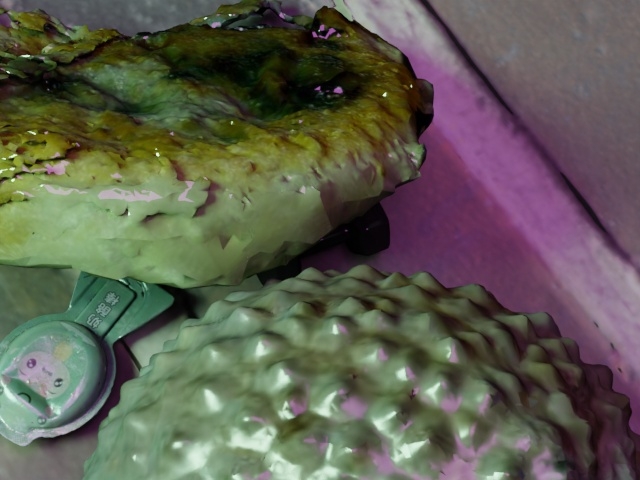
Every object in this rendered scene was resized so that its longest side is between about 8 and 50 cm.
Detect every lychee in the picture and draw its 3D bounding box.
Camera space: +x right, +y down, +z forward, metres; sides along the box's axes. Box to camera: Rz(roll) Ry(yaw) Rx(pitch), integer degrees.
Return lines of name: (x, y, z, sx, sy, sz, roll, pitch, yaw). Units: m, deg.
lychee: (0.018, 0.137, 0.620, 0.255, 0.274, 0.255, 13, 70, -38)

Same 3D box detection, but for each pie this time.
pie: (-0.113, -0.070, 0.718, 0.371, 0.078, 0.296, -1, 31, -14)

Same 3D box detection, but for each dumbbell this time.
dumbbell: (0.000, 0.000, 0.790, 0.083, 0.040, 0.036, -20, 41, -18)

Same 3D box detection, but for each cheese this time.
cheese: (-0.139, 0.061, 0.745, 0.067, 0.026, 0.120, 34, 65, 6)
